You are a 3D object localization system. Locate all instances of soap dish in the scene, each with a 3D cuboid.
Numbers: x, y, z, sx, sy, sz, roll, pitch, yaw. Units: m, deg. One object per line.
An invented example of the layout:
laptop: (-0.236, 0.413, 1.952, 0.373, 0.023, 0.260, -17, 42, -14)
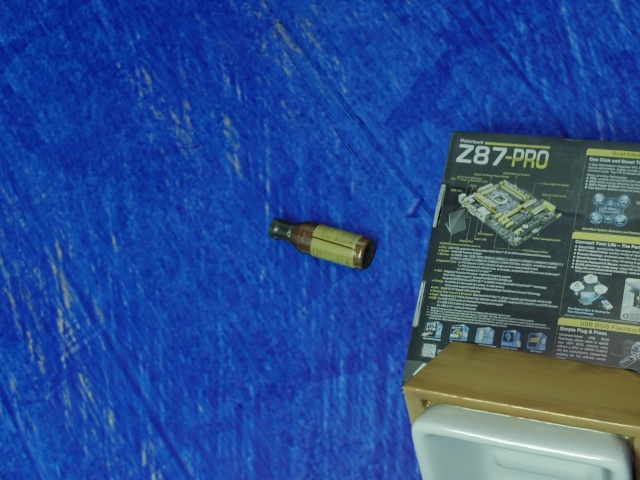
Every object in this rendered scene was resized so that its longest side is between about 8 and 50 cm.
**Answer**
soap dish: (0.216, 0.224, 1.354, 0.229, 0.291, 0.118, 8, 51, 21)

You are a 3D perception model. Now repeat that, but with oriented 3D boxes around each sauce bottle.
sauce bottle: (0.000, 0.000, 1.637, 0.128, 0.042, 0.042, 18, 75, 23)

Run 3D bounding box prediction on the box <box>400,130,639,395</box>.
box: (0.308, 0.050, 1.490, 0.395, 0.097, 0.318, 5, 72, 19)
